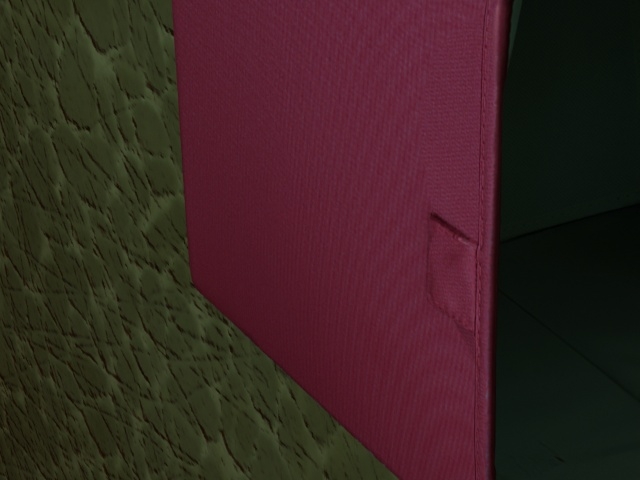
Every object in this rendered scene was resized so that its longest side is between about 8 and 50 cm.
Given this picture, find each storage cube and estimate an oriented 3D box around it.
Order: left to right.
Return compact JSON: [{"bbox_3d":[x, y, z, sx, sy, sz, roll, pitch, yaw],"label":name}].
[{"bbox_3d":[0.073,-0.045,0.588,0.193,0.183,0.215,39,139,48],"label":"storage cube"}]
